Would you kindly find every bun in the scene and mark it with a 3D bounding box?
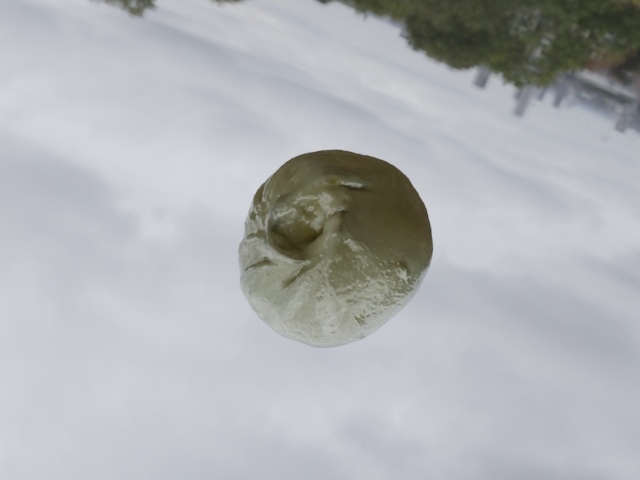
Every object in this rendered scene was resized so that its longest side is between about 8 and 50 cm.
[{"bbox_3d":[0.000,0.000,0.464,0.086,0.086,0.055,33,179,40],"label":"bun"}]
